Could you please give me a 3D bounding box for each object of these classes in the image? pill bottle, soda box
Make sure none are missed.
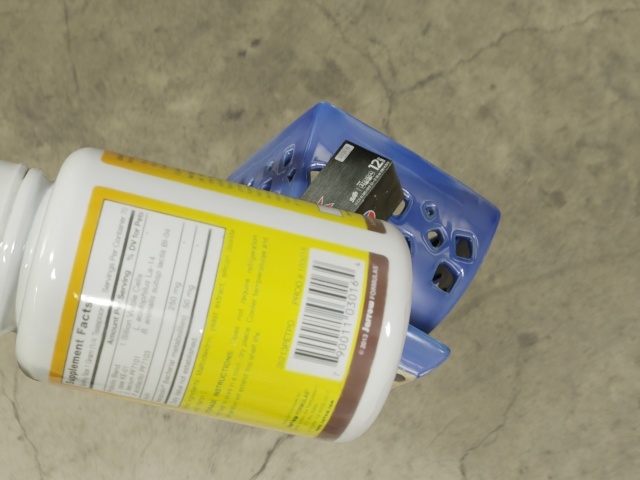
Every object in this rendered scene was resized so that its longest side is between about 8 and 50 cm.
[{"bbox_3d":[-0.071,0.024,0.509,0.215,0.117,0.117,14,67,-10],"label":"pill bottle"},{"bbox_3d":[0.000,0.000,0.869,0.053,0.060,0.169,28,70,29],"label":"soda box"}]

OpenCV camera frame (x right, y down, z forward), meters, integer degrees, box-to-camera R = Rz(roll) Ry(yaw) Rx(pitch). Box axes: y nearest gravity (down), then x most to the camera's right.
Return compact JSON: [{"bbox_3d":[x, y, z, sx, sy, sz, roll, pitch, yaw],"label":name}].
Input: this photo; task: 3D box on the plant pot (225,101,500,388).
[{"bbox_3d":[0.012,0.035,1.062,0.236,0.236,0.212,29,59,-19],"label":"plant pot"}]
